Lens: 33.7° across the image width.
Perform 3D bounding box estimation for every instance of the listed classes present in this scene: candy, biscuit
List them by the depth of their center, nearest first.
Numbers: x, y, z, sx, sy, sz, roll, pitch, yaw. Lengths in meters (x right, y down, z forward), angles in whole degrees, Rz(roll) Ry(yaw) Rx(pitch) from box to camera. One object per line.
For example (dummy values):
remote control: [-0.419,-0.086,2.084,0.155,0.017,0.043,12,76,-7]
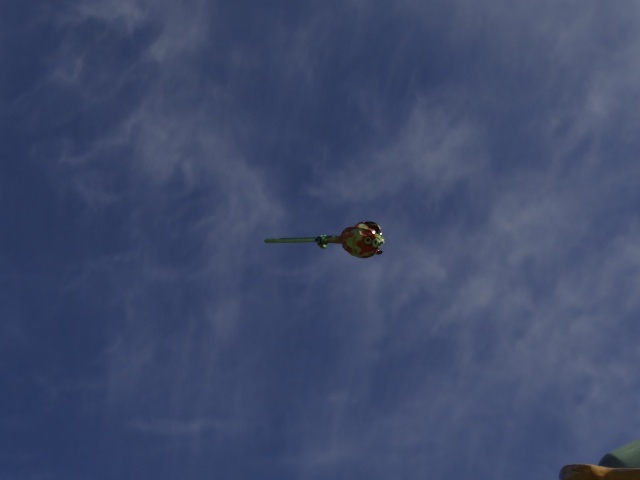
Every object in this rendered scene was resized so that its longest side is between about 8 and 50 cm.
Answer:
candy: [0.000,0.000,1.345,0.185,0.049,0.055,-2,-19,37]
biscuit: [0.485,0.332,1.380,0.340,0.047,0.216,-4,-24,22]

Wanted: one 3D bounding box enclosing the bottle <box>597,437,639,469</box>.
bottle: [0.626,0.350,1.676,0.347,0.168,0.168,-24,-60,-6]
